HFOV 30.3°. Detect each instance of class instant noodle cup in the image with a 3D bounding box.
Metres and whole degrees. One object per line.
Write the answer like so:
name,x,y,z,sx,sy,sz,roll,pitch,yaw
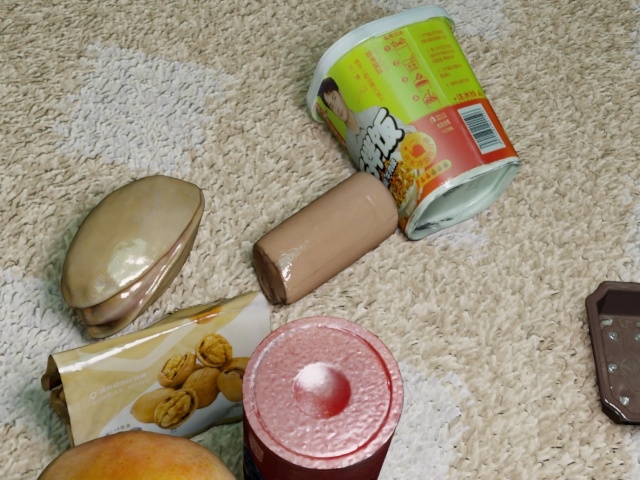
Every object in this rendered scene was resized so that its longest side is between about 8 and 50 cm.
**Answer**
instant noodle cup,0.166,-0.188,1.983,0.293,0.294,0.308,-21,70,-22

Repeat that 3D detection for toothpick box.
toothpick box,-0.006,0.257,1.584,0.204,0.333,0.204,2,62,-3

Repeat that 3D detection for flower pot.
flower pot,0.508,0.193,1.888,0.178,0.084,0.251,4,57,-8

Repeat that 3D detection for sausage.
sausage,0.000,0.000,1.896,0.253,0.123,0.123,-34,69,-29

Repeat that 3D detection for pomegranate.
pomegranate,-0.233,0.385,1.516,0.319,0.319,0.319,5,56,-7

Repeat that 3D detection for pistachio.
pistachio,-0.284,0.012,1.808,0.181,0.162,0.293,4,44,37

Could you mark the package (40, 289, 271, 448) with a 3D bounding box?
package,-0.243,0.172,1.717,0.311,0.221,0.165,-19,42,-22
